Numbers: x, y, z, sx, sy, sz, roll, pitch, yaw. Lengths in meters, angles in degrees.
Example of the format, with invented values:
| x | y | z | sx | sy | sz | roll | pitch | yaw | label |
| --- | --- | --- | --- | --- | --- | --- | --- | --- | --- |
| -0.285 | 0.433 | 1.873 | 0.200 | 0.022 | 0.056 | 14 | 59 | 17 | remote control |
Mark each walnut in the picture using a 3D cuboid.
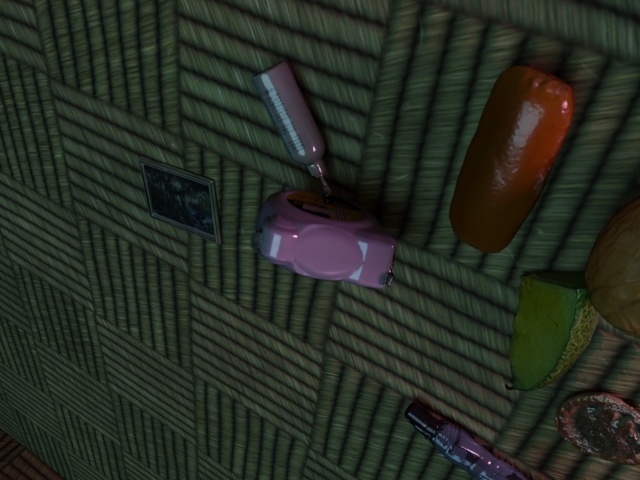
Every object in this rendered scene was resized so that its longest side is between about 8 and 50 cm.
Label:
| x | y | z | sx | sy | sz | roll | pitch | yaw | label |
| --- | --- | --- | --- | --- | --- | --- | --- | --- | --- |
| 0.369 | 0.019 | 0.607 | 0.159 | 0.159 | 0.207 | 35 | 136 | 10 | walnut |

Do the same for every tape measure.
| x | y | z | sx | sy | sz | roll | pitch | yaw | label |
| --- | --- | --- | --- | --- | --- | --- | --- | --- | --- |
| 0.003 | -0.001 | 0.846 | 0.195 | 0.178 | 0.105 | 12 | 110 | -2 | tape measure |

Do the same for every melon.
| x | y | z | sx | sy | sz | roll | pitch | yaw | label |
| --- | --- | --- | --- | --- | --- | --- | --- | --- | --- |
| 0.299 | 0.134 | 0.818 | 0.113 | 0.053 | 0.262 | 30 | 135 | 26 | melon |

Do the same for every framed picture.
| x | y | z | sx | sy | sz | roll | pitch | yaw | label |
| --- | --- | --- | --- | --- | --- | --- | --- | --- | --- |
| -0.263 | -0.074 | 1.114 | 0.183 | 0.011 | 0.142 | 20 | 131 | 25 | framed picture |

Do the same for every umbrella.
| x | y | z | sx | sy | sz | roll | pitch | yaw | label |
| --- | --- | --- | --- | --- | --- | --- | --- | --- | --- |
| 0.251 | 0.363 | 1.019 | 0.250 | 0.052 | 0.053 | 37 | 136 | 8 | umbrella |

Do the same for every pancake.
| x | y | z | sx | sy | sz | roll | pitch | yaw | label |
| --- | --- | --- | --- | --- | --- | --- | --- | --- | --- |
| 0.408 | 0.270 | 0.854 | 0.139 | 0.022 | 0.140 | 21 | 132 | 25 | pancake |

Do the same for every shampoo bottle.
| x | y | z | sx | sy | sz | roll | pitch | yaw | label |
| --- | --- | --- | --- | --- | --- | --- | --- | --- | --- |
| -0.030 | -0.153 | 0.848 | 0.056 | 0.056 | 0.195 | -10 | 115 | 41 | shampoo bottle |

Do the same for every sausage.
| x | y | z | sx | sy | sz | roll | pitch | yaw | label |
| --- | --- | --- | --- | --- | --- | --- | --- | --- | --- |
| 0.215 | -0.084 | 0.689 | 0.098 | 0.098 | 0.238 | 27 | 132 | 18 | sausage |
